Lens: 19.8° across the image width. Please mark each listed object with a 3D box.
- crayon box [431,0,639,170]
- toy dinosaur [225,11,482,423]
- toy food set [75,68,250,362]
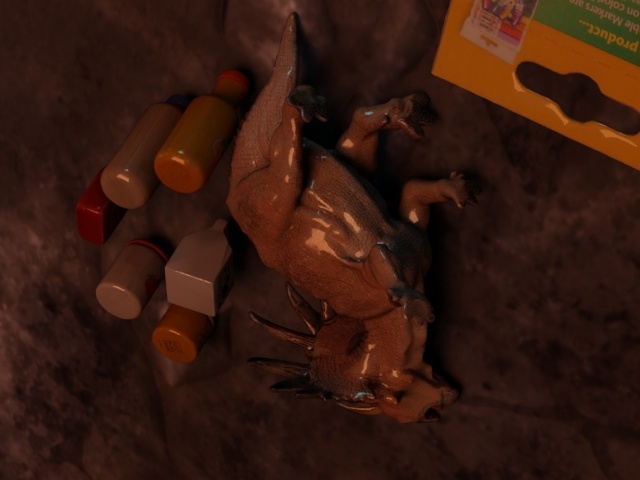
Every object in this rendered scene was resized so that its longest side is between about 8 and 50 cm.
[{"bbox_3d":[0.201,-0.210,1.056,0.203,0.083,0.323,28,123,23],"label":"crayon box"},{"bbox_3d":[0.000,0.000,1.273,0.200,0.127,0.295,-38,80,47],"label":"toy dinosaur"},{"bbox_3d":[-0.109,-0.023,1.373,0.111,0.104,0.232,17,140,15],"label":"toy food set"}]
